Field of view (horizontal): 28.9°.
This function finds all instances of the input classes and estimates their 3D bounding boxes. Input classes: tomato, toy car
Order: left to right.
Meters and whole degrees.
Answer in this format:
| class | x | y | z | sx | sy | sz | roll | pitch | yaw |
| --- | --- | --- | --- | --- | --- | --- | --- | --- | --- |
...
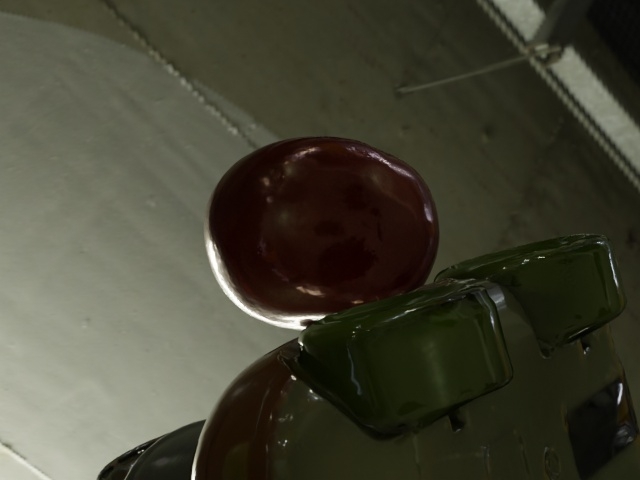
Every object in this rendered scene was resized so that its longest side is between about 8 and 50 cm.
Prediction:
| class | x | y | z | sx | sy | sz | roll | pitch | yaw |
| --- | --- | --- | --- | --- | --- | --- | --- | --- | --- |
| tomato | 0.000 | 0.000 | 0.975 | 0.195 | 0.195 | 0.136 | 13 | -107 | -36 |
| toy car | 0.007 | 0.096 | 0.478 | 0.235 | 0.235 | 0.145 | -15 | -89 | -37 |
